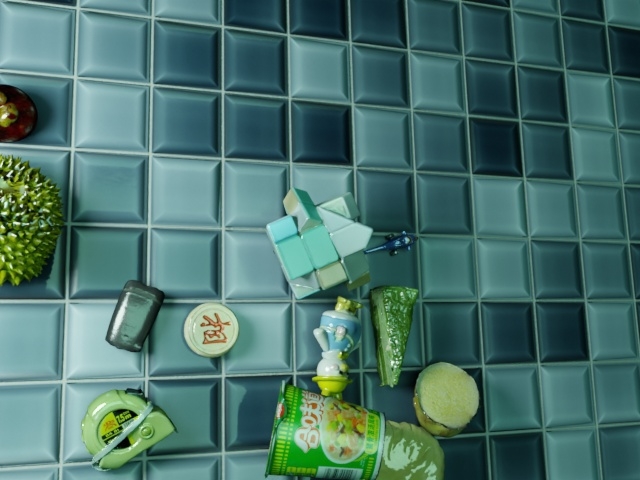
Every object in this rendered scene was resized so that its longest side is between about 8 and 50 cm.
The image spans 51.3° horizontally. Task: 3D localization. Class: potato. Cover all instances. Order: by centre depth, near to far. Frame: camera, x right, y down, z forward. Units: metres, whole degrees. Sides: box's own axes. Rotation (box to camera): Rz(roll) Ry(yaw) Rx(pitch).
[{"bbox_3d":[0.292,0.385,1.576,0.164,0.081,0.200,24,40,8],"label":"potato"}]

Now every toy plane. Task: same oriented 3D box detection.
[{"bbox_3d":[0.164,0.013,1.636,0.167,0.062,0.054,-15,86,-10],"label":"toy plane"}]

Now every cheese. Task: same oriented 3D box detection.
[{"bbox_3d":[0.170,0.527,1.525,0.213,0.117,0.226,22,69,-10],"label":"cheese"}]

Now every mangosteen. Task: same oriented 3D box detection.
[{"bbox_3d":[-0.657,-0.263,1.371,0.140,0.140,0.140,3,80,-18],"label":"mangosteen"}]

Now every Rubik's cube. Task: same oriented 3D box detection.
[{"bbox_3d":[0.000,0.000,1.504,0.212,0.224,0.266,-24,91,-5],"label":"Rubik's cube"}]

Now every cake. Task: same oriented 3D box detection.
[{"bbox_3d":[0.184,0.225,1.582,0.099,0.100,0.236,-2,81,-18],"label":"cake"}]

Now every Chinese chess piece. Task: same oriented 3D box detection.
[{"bbox_3d":[-0.240,0.198,1.474,0.122,0.051,0.122,3,79,-17],"label":"Chinese chess piece"}]

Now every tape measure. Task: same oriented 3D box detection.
[{"bbox_3d":[-0.409,0.381,1.367,0.177,0.087,0.154,-33,104,-19],"label":"tape measure"}]

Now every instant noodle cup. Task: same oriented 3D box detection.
[{"bbox_3d":[0.013,0.418,1.409,0.232,0.207,0.207,11,77,-1],"label":"instant noodle cup"}]

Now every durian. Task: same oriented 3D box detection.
[{"bbox_3d":[-0.643,-0.029,1.302,0.291,0.225,0.291,21,39,-18],"label":"durian"}]

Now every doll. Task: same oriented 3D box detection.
[{"bbox_3d":[0.038,0.252,1.534,0.098,0.135,0.241,5,76,11],"label":"doll"}]

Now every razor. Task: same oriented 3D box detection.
[{"bbox_3d":[-0.399,0.164,1.426,0.090,0.054,0.148,22,74,-10],"label":"razor"}]
